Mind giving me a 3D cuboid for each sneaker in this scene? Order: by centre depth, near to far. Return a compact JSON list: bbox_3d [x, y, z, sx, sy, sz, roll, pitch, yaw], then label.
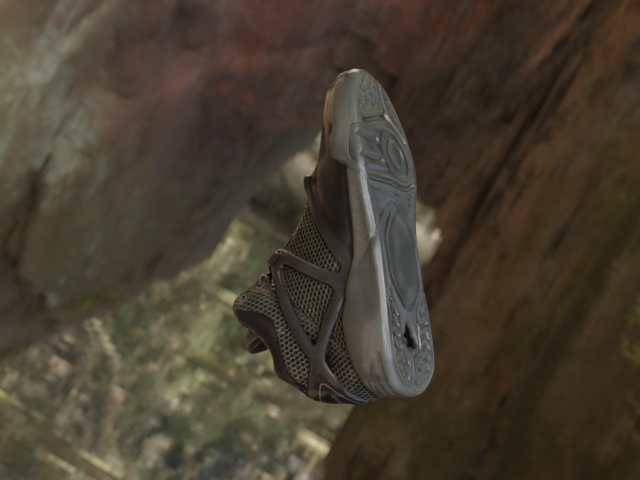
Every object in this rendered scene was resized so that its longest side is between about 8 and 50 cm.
[{"bbox_3d":[0.000,0.000,1.035,0.087,0.130,0.227,18,63,-56],"label":"sneaker"}]
